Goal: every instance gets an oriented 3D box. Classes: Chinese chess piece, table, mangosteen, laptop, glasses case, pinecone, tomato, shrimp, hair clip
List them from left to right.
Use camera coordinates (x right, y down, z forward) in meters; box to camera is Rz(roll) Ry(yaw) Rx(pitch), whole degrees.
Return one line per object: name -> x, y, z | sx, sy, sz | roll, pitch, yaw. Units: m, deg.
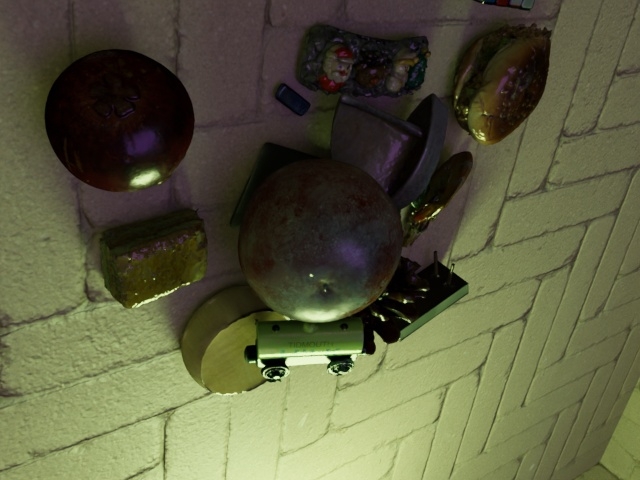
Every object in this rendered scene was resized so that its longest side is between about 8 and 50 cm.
mangosteen -> -0.302, -0.166, 1.077 | 0.215, 0.215, 0.257 | -34, 171, -18
Chinese chess piece -> -0.175, 0.216, 1.515 | 0.249, 0.103, 0.250 | -22, 132, -27
glasses case -> -0.055, -0.266, 1.331 | 0.033, 0.023, 0.083 | -51, 137, 9
laptop -> -0.052, -0.093, 1.465 | 0.269, 0.015, 0.188 | 10, 111, -45
tomato -> 0.000, 0.000, 1.344 | 0.316, 0.283, 0.317 | -4, 125, -5
pinecone -> 0.105, 0.135, 1.581 | 0.244, 0.244, 0.309 | 21, 149, -39
hair clip -> 0.107, -0.335, 1.372 | 0.321, 0.091, 0.138 | -8, 126, -36
table -> 0.252, 0.130, 1.809 | 0.240, 0.121, 0.111 | -32, 135, -20
shrimp -> 0.273, -0.087, 1.670 | 0.063, 0.152, 0.287 | 28, 107, -12

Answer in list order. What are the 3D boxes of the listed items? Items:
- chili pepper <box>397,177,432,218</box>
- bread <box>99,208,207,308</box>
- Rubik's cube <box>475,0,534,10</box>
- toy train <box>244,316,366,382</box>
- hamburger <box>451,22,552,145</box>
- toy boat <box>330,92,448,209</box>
chili pepper -> 0.156, -0.082, 1.609 | 0.253, 0.083, 0.099 | -42, 139, -16
bread -> -0.294, 0.030, 1.279 | 0.196, 0.102, 0.138 | -18, 131, -33
Rubik's cube -> 0.335, -0.549, 1.370 | 0.151, 0.154, 0.155 | -7, 122, -37
toy train -> -0.027, 0.205, 1.418 | 0.253, 0.105, 0.157 | -2, 144, -7
hamburger -> 0.418, -0.356, 1.598 | 0.243, 0.146, 0.286 | 10, 110, -52
toy boat -> 0.125, -0.176, 1.466 | 0.293, 0.111, 0.276 | -5, 120, -30
